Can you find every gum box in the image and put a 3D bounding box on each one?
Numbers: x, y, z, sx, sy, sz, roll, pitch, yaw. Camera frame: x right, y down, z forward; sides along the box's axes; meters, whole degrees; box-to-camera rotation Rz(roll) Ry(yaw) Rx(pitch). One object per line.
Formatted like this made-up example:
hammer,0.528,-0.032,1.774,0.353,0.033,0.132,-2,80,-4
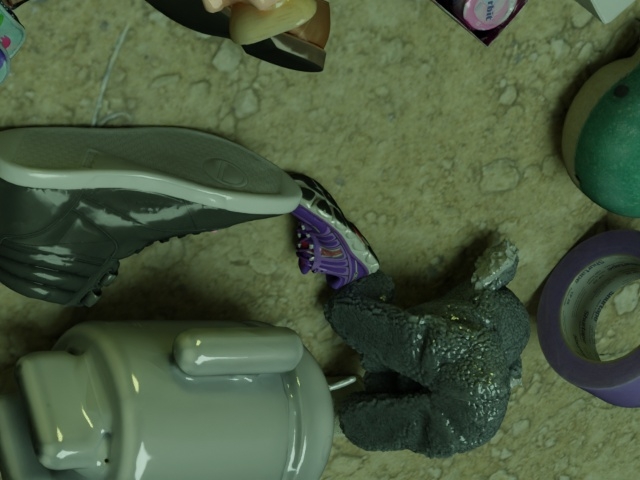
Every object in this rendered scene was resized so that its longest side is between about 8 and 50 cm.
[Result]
gum box,0.088,-0.258,1.398,0.062,0.107,0.188,-49,136,9

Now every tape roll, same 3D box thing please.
tape roll,0.344,0.088,1.800,0.080,0.189,0.189,27,106,-45

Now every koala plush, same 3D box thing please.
koala plush,0.150,0.112,1.703,0.221,0.203,0.196,-31,122,-47

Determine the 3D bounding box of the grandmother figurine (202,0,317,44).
grandmother figurine,-0.099,-0.314,1.190,0.104,0.208,0.342,-18,123,13

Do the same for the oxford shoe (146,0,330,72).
oxford shoe,-0.077,-0.212,1.365,0.212,0.076,0.076,19,82,-41

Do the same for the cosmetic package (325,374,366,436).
cosmetic package,-0.002,0.181,1.745,0.115,0.041,0.060,4,122,-37

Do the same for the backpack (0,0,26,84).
backpack,-0.355,-0.167,1.117,0.225,0.191,0.253,-37,132,-2

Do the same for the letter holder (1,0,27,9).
letter holder,-0.210,-0.325,0.992,0.152,0.302,0.214,-28,135,-13

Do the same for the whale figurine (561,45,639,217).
whale figurine,0.389,-0.131,1.687,0.272,0.141,0.216,-33,136,-8

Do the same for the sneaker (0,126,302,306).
sneaker,-0.166,-0.016,1.430,0.296,0.104,0.147,2,125,-29

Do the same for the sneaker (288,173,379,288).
sneaker,0.000,0.000,1.581,0.071,0.068,0.170,-36,138,3

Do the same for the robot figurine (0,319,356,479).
robot figurine,-0.133,0.175,1.531,0.353,0.199,0.300,3,146,-37

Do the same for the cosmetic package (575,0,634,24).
cosmetic package,0.308,-0.324,1.493,0.231,0.117,0.085,-40,138,1
